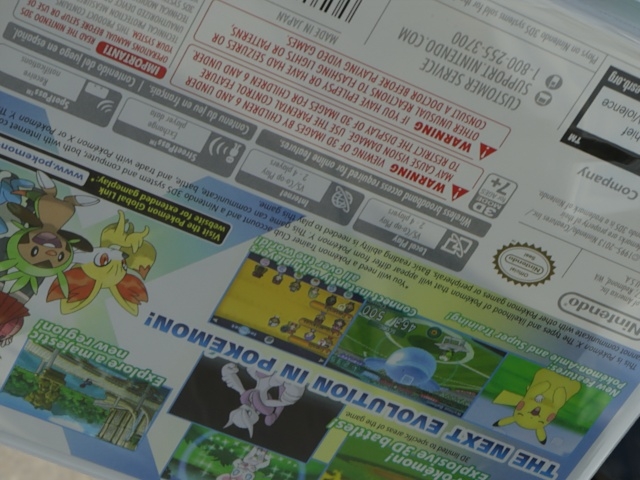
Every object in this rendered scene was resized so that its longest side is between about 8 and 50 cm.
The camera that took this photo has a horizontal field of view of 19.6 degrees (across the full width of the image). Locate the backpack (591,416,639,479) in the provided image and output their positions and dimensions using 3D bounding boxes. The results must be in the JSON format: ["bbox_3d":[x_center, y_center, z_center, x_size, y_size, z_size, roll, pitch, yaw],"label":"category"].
[{"bbox_3d":[0.279,0.198,1.000,0.290,0.355,0.273,-38,158,-41],"label":"backpack"}]

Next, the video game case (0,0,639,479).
[{"bbox_3d":[0.000,0.000,0.763,0.300,0.329,0.036,-58,-161,29],"label":"video game case"}]
